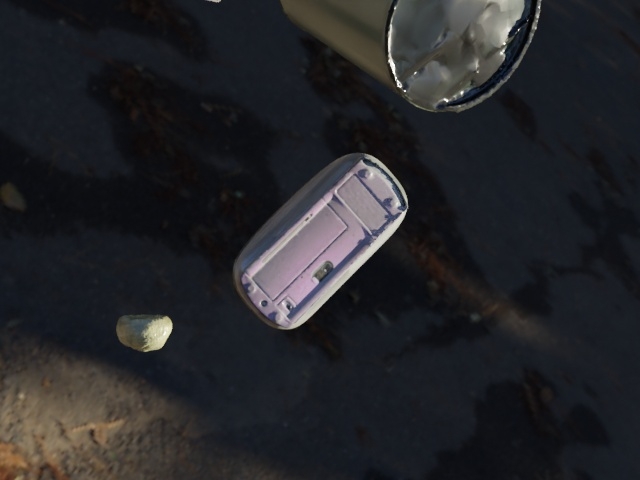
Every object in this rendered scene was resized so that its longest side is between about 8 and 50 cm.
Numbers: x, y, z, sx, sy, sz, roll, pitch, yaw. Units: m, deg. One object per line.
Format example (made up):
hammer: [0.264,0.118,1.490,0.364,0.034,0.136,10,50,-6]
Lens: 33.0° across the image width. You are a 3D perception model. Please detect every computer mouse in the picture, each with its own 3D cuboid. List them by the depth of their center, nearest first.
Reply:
computer mouse: [0.000,0.000,1.337,0.126,0.245,0.056,47,-11,-12]

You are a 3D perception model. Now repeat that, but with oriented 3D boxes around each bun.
bun: [-0.270,0.142,1.654,0.086,0.054,0.086,3,4,0]

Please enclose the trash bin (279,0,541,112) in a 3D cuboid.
trash bin: [0.097,-0.303,1.294,0.277,0.217,0.262,30,9,-44]
